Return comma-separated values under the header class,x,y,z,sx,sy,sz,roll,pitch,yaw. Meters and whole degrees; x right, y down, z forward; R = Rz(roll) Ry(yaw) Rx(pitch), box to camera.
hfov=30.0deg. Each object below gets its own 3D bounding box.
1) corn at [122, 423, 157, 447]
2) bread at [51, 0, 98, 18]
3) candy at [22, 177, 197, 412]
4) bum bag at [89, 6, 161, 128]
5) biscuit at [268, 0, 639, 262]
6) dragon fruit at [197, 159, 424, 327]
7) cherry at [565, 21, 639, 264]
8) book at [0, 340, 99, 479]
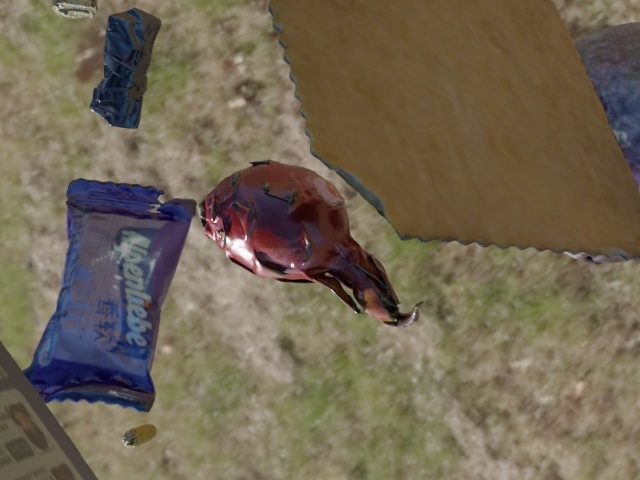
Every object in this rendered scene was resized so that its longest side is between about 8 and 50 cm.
class,x,y,z,sx,sy,sz,roll,pitch,yaw
corn,-0.258,0.277,1.699,0.027,0.083,0.028,32,101,14
bread,-0.256,-0.267,1.234,0.036,0.047,0.083,102,162,-61
candy,-0.220,0.057,1.233,0.145,0.275,0.070,9,149,-1
bum bag,-0.201,-0.178,1.231,0.034,0.058,0.124,-154,74,-72
biscuit,0.081,-0.091,0.713,0.013,0.232,0.237,-54,41,44
dragon fruit,0.000,0.000,0.913,0.190,0.094,0.094,28,141,-4
cherry,0.232,-0.079,0.921,0.195,0.195,0.195,27,136,31
book,-0.166,0.207,0.688,0.428,0.039,0.300,54,-173,7
